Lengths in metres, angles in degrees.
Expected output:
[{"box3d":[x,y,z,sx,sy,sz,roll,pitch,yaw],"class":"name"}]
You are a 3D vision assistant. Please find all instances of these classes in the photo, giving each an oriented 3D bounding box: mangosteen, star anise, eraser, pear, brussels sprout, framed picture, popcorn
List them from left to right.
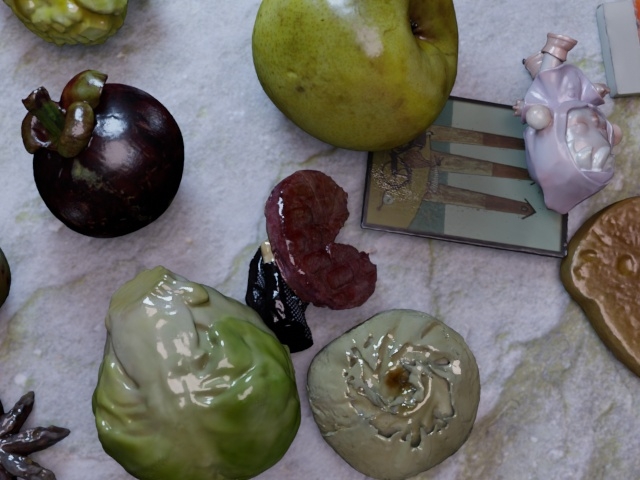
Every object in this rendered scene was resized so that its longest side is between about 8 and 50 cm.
[{"box3d":[-0.469,0.312,1.413,0.209,0.089,0.231,9,69,3],"class":"star anise"},{"box3d":[-0.376,-0.411,1.482,0.255,0.195,0.256,-13,83,2],"class":"popcorn"},{"box3d":[-0.314,-0.128,1.406,0.228,0.265,0.228,-17,54,25],"class":"mangosteen"},{"box3d":[-0.183,0.202,1.364,0.316,0.242,0.274,40,125,-2],"class":"brussels sprout"},{"box3d":[0.043,-0.281,1.454,0.304,0.304,0.304,1,82,-6],"class":"pear"},{"box3d":[0.232,-0.110,1.565,0.323,0.013,0.244,8,73,-4],"class":"framed picture"},{"box3d":[0.573,-0.318,1.632,0.230,0.038,0.157,-6,83,-7],"class":"eraser"}]

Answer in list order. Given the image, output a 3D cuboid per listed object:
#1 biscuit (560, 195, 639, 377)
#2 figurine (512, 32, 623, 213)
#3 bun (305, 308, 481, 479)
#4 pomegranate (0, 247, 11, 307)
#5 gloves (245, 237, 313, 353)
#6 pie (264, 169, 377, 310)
[{"box3d":[0.554,0.074,1.565,0.287,0.057,0.344,-44,88,-9],"class":"biscuit"},{"box3d":[0.369,-0.180,1.530,0.200,0.133,0.276,9,66,-36],"class":"figurine"},{"box3d":[0.115,0.222,1.455,0.259,0.152,0.259,1,79,-6],"class":"bun"},{"box3d":[-0.548,0.055,1.405,0.210,0.179,0.179,-19,84,4],"class":"pomegranate"},{"box3d":[-0.062,0.066,1.486,0.129,0.106,0.181,22,48,-40],"class":"gloves"},{"box3d":[0.000,0.000,1.471,0.054,0.204,0.219,-25,73,35],"class":"pie"}]
